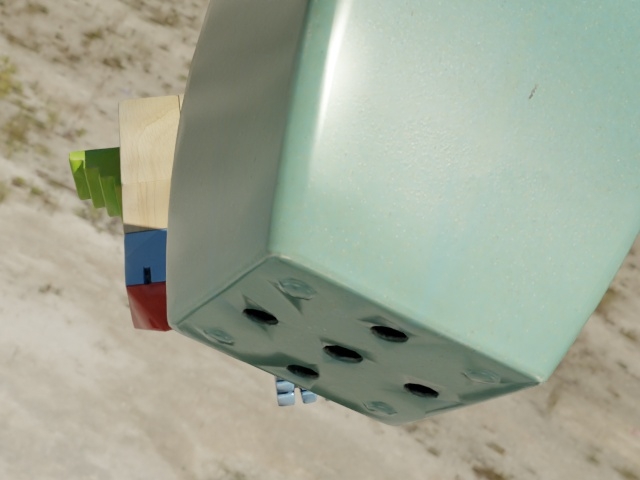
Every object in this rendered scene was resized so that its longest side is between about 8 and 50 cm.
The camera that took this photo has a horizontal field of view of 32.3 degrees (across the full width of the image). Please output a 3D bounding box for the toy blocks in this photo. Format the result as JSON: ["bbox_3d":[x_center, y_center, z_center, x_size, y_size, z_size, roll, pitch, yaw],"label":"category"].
[{"bbox_3d":[0.000,0.000,0.834,0.381,0.191,0.261,-6,49,-5],"label":"toy blocks"}]

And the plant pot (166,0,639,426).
[{"bbox_3d":[0.038,-0.060,0.432,0.165,0.234,0.165,26,-26,-17],"label":"plant pot"}]
